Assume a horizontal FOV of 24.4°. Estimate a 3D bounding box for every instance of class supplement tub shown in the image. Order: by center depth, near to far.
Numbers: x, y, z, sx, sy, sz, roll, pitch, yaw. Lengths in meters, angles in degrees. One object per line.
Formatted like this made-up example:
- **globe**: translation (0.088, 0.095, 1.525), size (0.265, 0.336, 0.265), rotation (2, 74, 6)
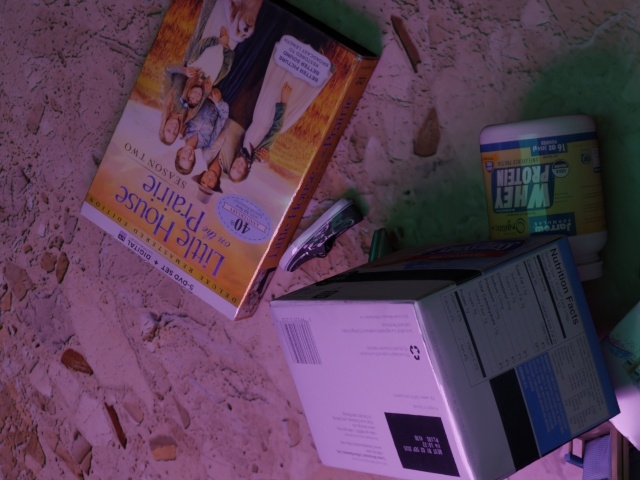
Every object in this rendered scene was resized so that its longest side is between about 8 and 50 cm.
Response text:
- **supplement tub**: translation (0.275, -0.049, 1.810), size (0.144, 0.144, 0.199), rotation (-6, 93, 28)

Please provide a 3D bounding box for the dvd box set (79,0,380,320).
- **dvd box set**: translation (-0.137, -0.143, 2.060), size (0.307, 0.062, 0.420), rotation (34, 110, 20)

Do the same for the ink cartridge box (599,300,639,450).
- **ink cartridge box**: translation (0.411, 0.140, 1.770), size (0.127, 0.128, 0.176), rotation (48, 115, 15)

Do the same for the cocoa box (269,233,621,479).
- **cocoa box**: translation (0.141, 0.138, 1.762), size (0.347, 0.228, 0.231), rotation (-6, 105, 61)

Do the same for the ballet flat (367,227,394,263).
- **ballet flat**: translation (0.082, 0.088, 1.980), size (0.068, 0.072, 0.213), rotation (13, 104, -2)

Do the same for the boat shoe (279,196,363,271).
- **boat shoe**: translation (0.000, 0.000, 2.013), size (0.142, 0.049, 0.040), rotation (-45, 76, 22)

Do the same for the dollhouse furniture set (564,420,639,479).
- **dollhouse furniture set**: translation (0.317, 0.310, 1.825), size (0.184, 0.129, 0.129), rotation (-31, 44, 46)
